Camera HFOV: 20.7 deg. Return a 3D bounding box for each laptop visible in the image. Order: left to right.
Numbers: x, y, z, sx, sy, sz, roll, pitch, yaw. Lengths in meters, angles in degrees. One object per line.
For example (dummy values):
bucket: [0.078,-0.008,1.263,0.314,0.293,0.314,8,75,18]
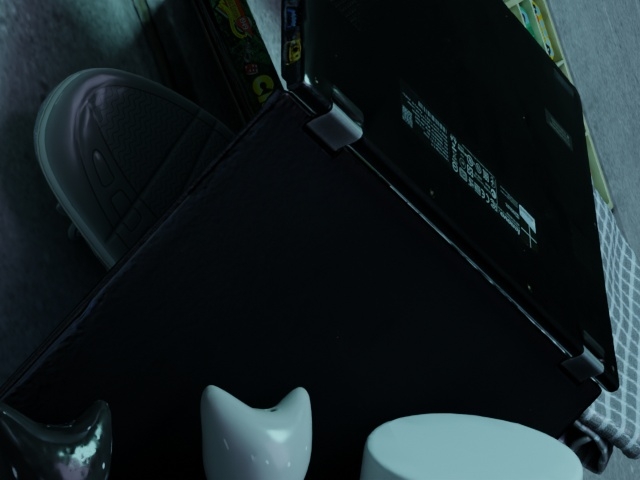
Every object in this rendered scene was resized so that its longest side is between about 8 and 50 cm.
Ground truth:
laptop: [0.000,0.000,1.120,0.382,0.236,0.408,41,37,-43]

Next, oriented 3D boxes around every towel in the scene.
towel: [0.223,0.059,1.654,0.235,0.121,0.283,55,32,-34]

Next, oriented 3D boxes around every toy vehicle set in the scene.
toy vehicle set: [0.239,-0.133,1.882,0.166,0.035,0.266,-39,111,-62]

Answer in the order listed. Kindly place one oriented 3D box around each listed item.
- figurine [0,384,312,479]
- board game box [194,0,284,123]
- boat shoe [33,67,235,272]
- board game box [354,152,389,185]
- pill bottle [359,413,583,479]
figurine: [-0.077,0.181,0.943,0.215,0.092,0.209,-2,78,-35]
board game box: [-0.029,-0.069,1.255,0.259,0.030,0.136,67,-7,-17]
boat shoe: [-0.081,0.005,1.124,0.320,0.103,0.118,41,66,-42]
board game box: [0.048,-0.094,1.418,0.043,0.092,0.181,66,27,-19]
pill bottle: [0.077,0.276,1.068,0.176,0.176,0.318,-27,125,-63]
